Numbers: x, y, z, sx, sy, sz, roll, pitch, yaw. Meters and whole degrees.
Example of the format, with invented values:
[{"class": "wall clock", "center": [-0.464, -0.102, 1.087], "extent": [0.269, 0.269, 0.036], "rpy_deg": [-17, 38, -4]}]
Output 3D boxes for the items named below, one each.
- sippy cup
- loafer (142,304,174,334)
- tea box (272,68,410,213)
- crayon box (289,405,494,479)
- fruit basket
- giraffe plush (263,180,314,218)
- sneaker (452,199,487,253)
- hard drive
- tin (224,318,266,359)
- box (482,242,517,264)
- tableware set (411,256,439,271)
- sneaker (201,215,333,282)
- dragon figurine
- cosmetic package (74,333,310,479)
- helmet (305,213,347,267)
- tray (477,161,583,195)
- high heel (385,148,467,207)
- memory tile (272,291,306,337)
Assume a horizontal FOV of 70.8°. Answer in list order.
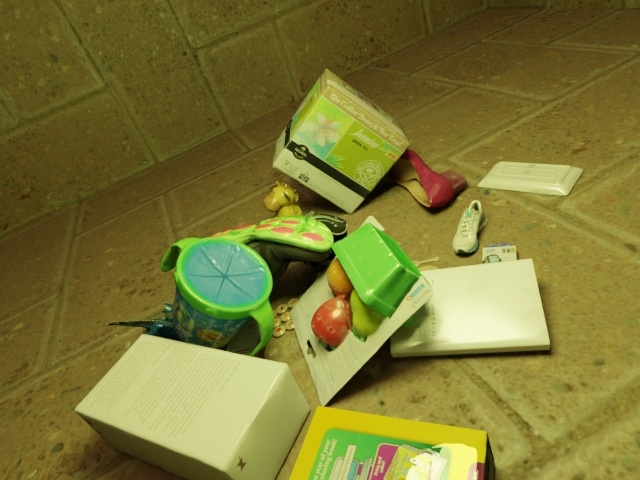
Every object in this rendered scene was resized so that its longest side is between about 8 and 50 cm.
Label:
[{"class": "sippy cup", "center": [-0.264, 0.150, 1.127], "extent": [0.239, 0.224, 0.306], "rpy_deg": [5, 43, -30]}, {"class": "loafer", "center": [-0.402, 0.212, 1.333], "extent": [0.250, 0.095, 0.087], "rpy_deg": [-19, 33, -1]}, {"class": "tea box", "center": [0.063, -0.330, 1.523], "extent": [0.324, 0.328, 0.220], "rpy_deg": [-51, 22, 27]}, {"class": "crayon box", "center": [0.083, 0.457, 0.685], "extent": [0.312, 0.106, 0.363], "rpy_deg": [-4, 36, 28]}, {"class": "fruit basket", "center": [0.077, 0.153, 1.057], "extent": [0.353, 0.165, 0.327], "rpy_deg": [-55, 31, 17]}, {"class": "giraffe plush", "center": [-0.125, -0.112, 1.570], "extent": [0.181, 0.171, 0.210], "rpy_deg": [12, 46, 42]}, {"class": "sneaker", "center": [0.405, -0.041, 1.239], "extent": [0.071, 0.083, 0.191], "rpy_deg": [4, 42, 32]}, {"class": "hard drive", "center": [0.318, 0.152, 1.008], "extent": [0.318, 0.040, 0.211], "rpy_deg": [-9, 49, 21]}, {"class": "tin", "center": [-0.197, 0.275, 1.179], "extent": [0.106, 0.040, 0.190], "rpy_deg": [-18, 33, 14]}, {"class": "box", "center": [0.447, 0.057, 1.123], "extent": [0.081, 0.028, 0.136], "rpy_deg": [-5, 34, 25]}, {"class": "tableware set", "center": [0.222, 0.120, 1.153], "extent": [0.194, 0.039, 0.128], "rpy_deg": [-15, 47, 22]}, {"class": "sneaker", "center": [-0.161, 0.053, 1.269], "extent": [0.482, 0.203, 0.185], "rpy_deg": [-10, 13, 33]}, {"class": "dragon figurine", "center": [-0.409, 0.231, 1.216], "extent": [0.144, 0.289, 0.085], "rpy_deg": [-52, 19, 27]}, {"class": "cosmetic package", "center": [-0.279, 0.366, 0.977], "extent": [0.452, 0.162, 0.230], "rpy_deg": [2, 39, 33]}, {"class": "helmet", "center": [0.000, 0.000, 1.345], "extent": [0.161, 0.170, 0.170], "rpy_deg": [0, 35, 3]}, {"class": "tray", "center": [0.637, -0.201, 1.382], "extent": [0.270, 0.030, 0.145], "rpy_deg": [14, 46, 43]}, {"class": "high heel", "center": [0.284, -0.212, 1.506], "extent": [0.181, 0.127, 0.377], "rpy_deg": [-30, 35, -32]}, {"class": "memory tile", "center": [-0.077, 0.200, 1.237], "extent": [0.147, 0.012, 0.113], "rpy_deg": [-28, 33, -9]}]
